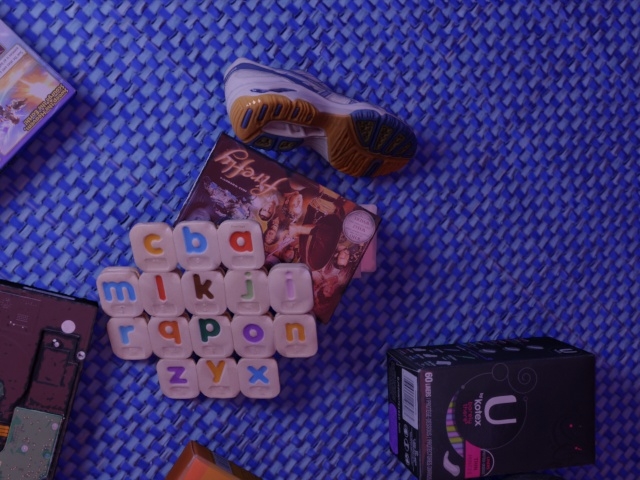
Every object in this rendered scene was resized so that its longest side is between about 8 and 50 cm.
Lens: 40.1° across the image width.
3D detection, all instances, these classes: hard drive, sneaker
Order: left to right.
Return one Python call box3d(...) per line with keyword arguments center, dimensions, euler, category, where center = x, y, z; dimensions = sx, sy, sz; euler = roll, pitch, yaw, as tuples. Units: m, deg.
box3d(center=(-0.446, 0.218, 1.141), dimensions=(0.236, 0.064, 0.339), euler=(14, 90, -14), category="hard drive")
box3d(center=(0.005, -0.178, 1.194), dimensions=(0.296, 0.131, 0.112), euler=(14, 128, -35), category="sneaker")

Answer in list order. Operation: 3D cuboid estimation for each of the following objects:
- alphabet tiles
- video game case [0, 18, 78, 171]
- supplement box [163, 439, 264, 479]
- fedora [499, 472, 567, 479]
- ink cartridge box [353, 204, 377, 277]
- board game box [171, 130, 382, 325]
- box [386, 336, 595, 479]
box3d(center=(-0.146, 0.095, 1.154), dimensions=(0.283, 0.021, 0.278), euler=(-1, 120, 8), category="alphabet tiles")
box3d(center=(-0.489, -0.176, 1.099), dimensions=(0.244, 0.061, 0.269), euler=(44, 84, -12), category="video game case")
box3d(center=(-0.103, 0.375, 1.230), dimensions=(0.233, 0.080, 0.078), euler=(34, 87, -12), category="supplement box")
box3d(center=(0.307, 0.426, 1.205), dimensions=(0.333, 0.334, 0.153), euler=(-1, 126, -13), category="fedora")
box3d(center=(0.000, 0.000, 1.230), dimensions=(0.181, 0.061, 0.105), euler=(-1, 95, -13), category="ink cartridge box")
box3d(center=(-0.062, -0.014, 1.162), dimensions=(0.243, 0.042, 0.165), euler=(27, 90, -10), category="board game box")
box3d(center=(0.245, 0.239, 1.267), dimensions=(0.270, 0.143, 0.165), euler=(-3, 96, -14), category="box")
